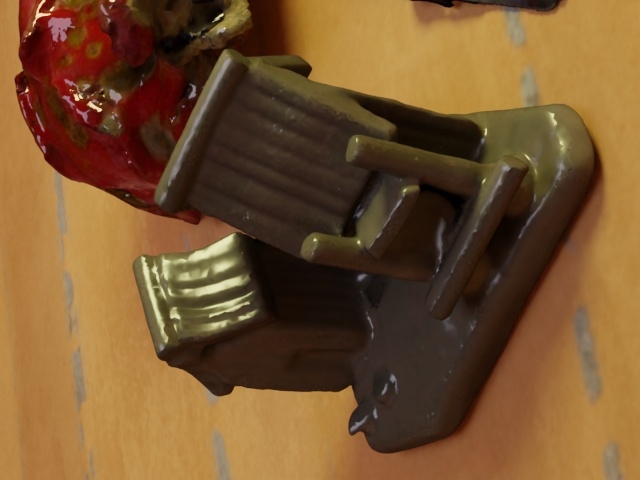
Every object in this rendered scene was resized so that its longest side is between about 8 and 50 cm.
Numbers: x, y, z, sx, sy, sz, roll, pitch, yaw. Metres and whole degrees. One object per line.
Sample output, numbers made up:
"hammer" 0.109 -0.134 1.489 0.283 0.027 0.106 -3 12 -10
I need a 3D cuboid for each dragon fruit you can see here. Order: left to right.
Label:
"dragon fruit" -0.115 -0.145 0.981 0.211 0.134 0.262 180 94 -70

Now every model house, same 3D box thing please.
"model house" 0.003 -0.003 0.798 0.122 0.188 0.229 -105 35 -52

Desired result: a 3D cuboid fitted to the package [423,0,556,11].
"package" 0.035 -0.228 0.852 0.269 0.071 0.194 24 130 55
